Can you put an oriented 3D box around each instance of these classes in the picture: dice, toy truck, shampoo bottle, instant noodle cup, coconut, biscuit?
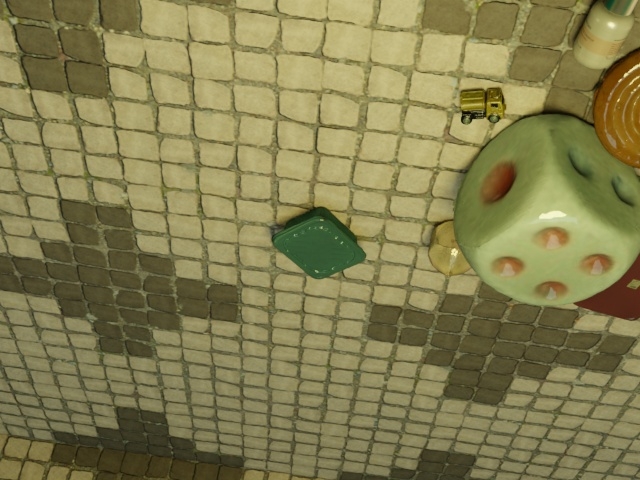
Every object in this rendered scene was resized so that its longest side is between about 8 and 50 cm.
[{"bbox_3d":[0.432,-0.054,1.628,0.262,0.265,0.268,27,137,-22],"label":"dice"},{"bbox_3d":[0.299,-0.249,1.587,0.083,0.049,0.054,-1,139,14],"label":"toy truck"},{"bbox_3d":[0.472,-0.365,1.391,0.074,0.074,0.192,11,142,-2],"label":"shampoo bottle"},{"bbox_3d":[0.000,0.000,1.932,0.157,0.070,0.179,-23,131,32],"label":"instant noodle cup"},{"bbox_3d":[0.284,0.023,1.862,0.110,0.124,0.110,6,143,5],"label":"coconut"},{"bbox_3d":[0.613,-0.229,1.517,0.262,0.037,0.262,5,128,7],"label":"biscuit"}]

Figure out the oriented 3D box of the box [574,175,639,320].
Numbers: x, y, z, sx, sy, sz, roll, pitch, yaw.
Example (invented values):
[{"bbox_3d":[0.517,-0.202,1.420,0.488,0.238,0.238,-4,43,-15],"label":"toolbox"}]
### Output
[{"bbox_3d":[0.636,0.025,1.767,0.193,0.167,0.294,14,141,-9],"label":"box"}]
